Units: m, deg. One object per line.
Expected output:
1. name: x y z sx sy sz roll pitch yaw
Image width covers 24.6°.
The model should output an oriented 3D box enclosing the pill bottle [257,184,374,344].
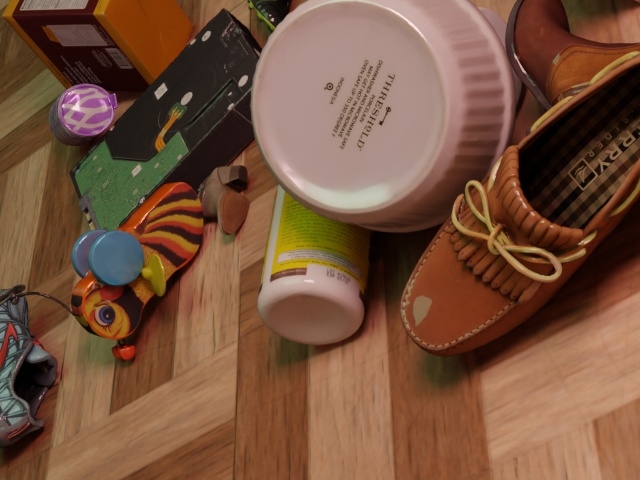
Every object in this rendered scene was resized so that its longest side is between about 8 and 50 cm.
1. pill bottle: 0.000 0.000 1.629 0.117 0.117 0.215 -24 43 35

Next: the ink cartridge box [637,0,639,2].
1. ink cartridge box: 0.305 -0.405 1.542 0.233 0.168 0.171 -60 28 23

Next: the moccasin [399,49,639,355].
1. moccasin: 0.209 -0.031 1.353 0.380 0.147 0.139 -41 72 25

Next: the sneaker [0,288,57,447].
1. sneaker: -0.407 0.171 1.997 0.125 0.104 0.262 -17 48 16

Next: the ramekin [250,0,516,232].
1. ramekin: 0.052 -0.138 1.486 0.272 0.127 0.273 3 98 25

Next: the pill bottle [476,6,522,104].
1. pill bottle: 0.079 -0.180 1.659 0.278 0.162 0.162 -3 57 46

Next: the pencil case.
1. pencil case: -0.359 -0.187 2.212 0.206 0.088 0.086 -173 74 -76

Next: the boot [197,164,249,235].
1. boot: -0.133 -0.046 1.904 0.087 0.042 0.118 -25 41 44

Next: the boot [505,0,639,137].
1. boot: 0.324 -0.200 1.452 0.280 0.096 0.264 -28 40 30

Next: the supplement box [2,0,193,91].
1. supplement box: -0.333 -0.331 2.219 0.194 0.191 0.129 4 61 30

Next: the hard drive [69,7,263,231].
1. hard drive: -0.202 -0.145 2.051 0.339 0.064 0.237 -45 34 9

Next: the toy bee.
1. toy bee: -0.262 0.062 1.882 0.298 0.162 0.195 -29 15 -1

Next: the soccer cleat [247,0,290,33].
1. soccer cleat: -0.066 -0.356 2.090 0.072 0.060 0.179 -38 33 17
